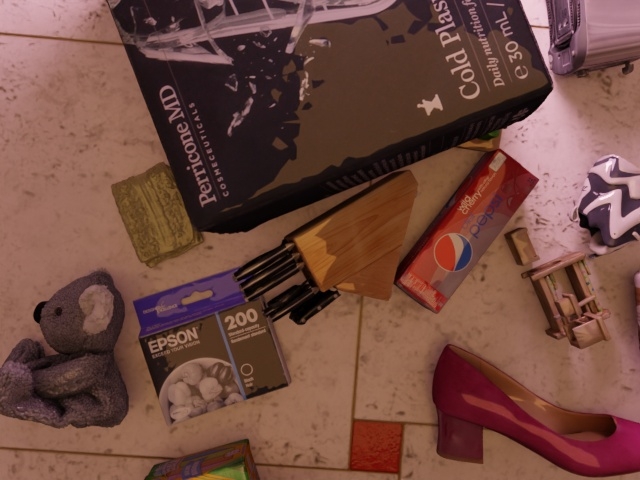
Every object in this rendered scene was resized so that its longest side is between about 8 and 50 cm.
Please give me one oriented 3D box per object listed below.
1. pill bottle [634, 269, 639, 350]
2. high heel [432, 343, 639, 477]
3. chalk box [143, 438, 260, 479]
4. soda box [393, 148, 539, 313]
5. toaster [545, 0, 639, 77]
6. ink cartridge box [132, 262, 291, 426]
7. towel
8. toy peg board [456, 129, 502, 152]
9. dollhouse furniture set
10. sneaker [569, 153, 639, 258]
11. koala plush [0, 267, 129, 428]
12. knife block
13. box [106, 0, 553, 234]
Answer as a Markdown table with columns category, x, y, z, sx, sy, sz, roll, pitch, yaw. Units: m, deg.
| category | x | y | z | sx | sy | sz | roll | pitch | yaw |
| --- | --- | --- | --- | --- | --- | --- | --- | --- | --- |
| pill bottle | 0.569 | 0.158 | 1.207 | 0.131 | 0.131 | 0.229 | -6 | 91 | -2 |
| high heel | 0.365 | 0.259 | 1.198 | 0.378 | 0.127 | 0.181 | 1 | 102 | 1 |
| chalk box | -0.198 | 0.410 | 1.184 | 0.213 | 0.132 | 0.132 | -17 | 92 | -2 |
| soda box | 0.222 | -0.015 | 1.211 | 0.083 | 0.092 | 0.263 | 38 | 89 | -3 |
| toaster | 0.435 | -0.369 | 1.197 | 0.147 | 0.129 | 0.226 | -6 | 89 | -6 |
| ink cartridge box | -0.175 | 0.163 | 1.226 | 0.206 | 0.045 | 0.208 | -19 | 90 | -2 |
| towel | -0.261 | -0.040 | 1.227 | 0.110 | 0.027 | 0.148 | -24 | 93 | 0 |
| toy peg board | 0.221 | -0.232 | 1.214 | 0.161 | 0.079 | 0.161 | 9 | 90 | -2 |
| dollhouse furniture set | 0.384 | 0.055 | 1.183 | 0.101 | 0.161 | 0.181 | -24 | 93 | -1 |
| sneaker | 0.501 | -0.012 | 1.221 | 0.235 | 0.094 | 0.153 | 37 | 91 | -2 |
| koala plush | -0.361 | 0.152 | 1.157 | 0.203 | 0.196 | 0.221 | 19 | 90 | -14 |
| knife block | 0.000 | 0.000 | 1.182 | 0.242 | 0.088 | 0.275 | 15 | 89 | -13 |
| box | -0.007 | -0.313 | 1.063 | 0.472 | 0.297 | 0.479 | -22 | 89 | 8 |
